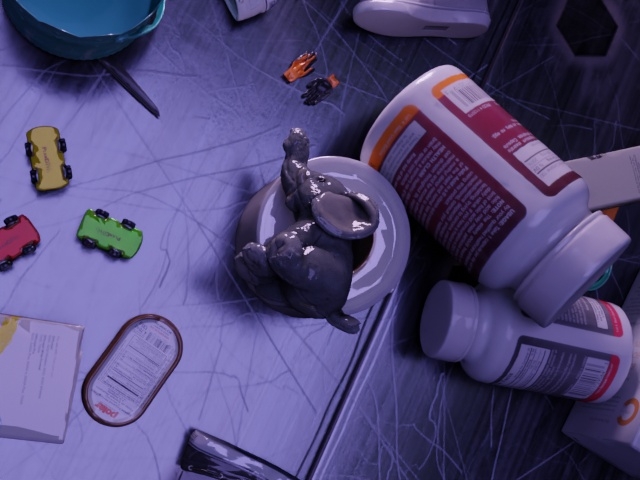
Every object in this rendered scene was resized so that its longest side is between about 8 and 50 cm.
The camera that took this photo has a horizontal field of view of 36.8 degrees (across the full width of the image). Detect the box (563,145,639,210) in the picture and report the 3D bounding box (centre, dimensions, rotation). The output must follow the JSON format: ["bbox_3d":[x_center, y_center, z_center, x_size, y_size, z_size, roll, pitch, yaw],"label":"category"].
[{"bbox_3d":[0.436,-0.089,1.668,0.275,0.113,0.094,-12,85,-13],"label":"box"}]

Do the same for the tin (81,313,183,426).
[{"bbox_3d":[-0.289,0.199,1.480,0.106,0.040,0.189,35,76,-6],"label":"tin"}]

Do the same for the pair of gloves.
[{"bbox_3d":[-0.016,-0.274,1.620,0.074,0.010,0.083,-43,100,-17],"label":"pair of gloves"}]

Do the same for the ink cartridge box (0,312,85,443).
[{"bbox_3d":[-0.464,0.186,1.358,0.233,0.171,0.168,10,82,-15],"label":"ink cartridge box"}]

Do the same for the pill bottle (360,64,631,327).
[{"bbox_3d":[0.268,-0.067,1.489,0.224,0.224,0.392,-39,73,-16],"label":"pill bottle"}]

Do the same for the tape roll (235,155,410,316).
[{"bbox_3d":[0.000,0.000,1.515,0.246,0.169,0.246,2,83,-16],"label":"tape roll"}]

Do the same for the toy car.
[{"bbox_3d":[-0.383,-0.031,1.466,0.225,0.053,0.239,24,79,-13],"label":"toy car"}]

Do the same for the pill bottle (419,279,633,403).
[{"bbox_3d":[0.336,0.159,1.592,0.319,0.176,0.176,13,81,-15],"label":"pill bottle"}]

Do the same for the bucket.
[{"bbox_3d":[-0.353,-0.409,1.427,0.281,0.183,0.281,2,84,-18],"label":"bucket"}]

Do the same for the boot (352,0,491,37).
[{"bbox_3d":[0.170,-0.424,1.657,0.258,0.095,0.123,0,78,-25],"label":"boot"}]

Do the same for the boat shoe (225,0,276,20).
[{"bbox_3d":[-0.167,-0.480,1.553,0.084,0.095,0.258,-33,93,-21],"label":"boat shoe"}]

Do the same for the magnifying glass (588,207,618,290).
[{"bbox_3d":[0.507,-0.016,1.739,0.092,0.026,0.231,28,77,-12],"label":"magnifying glass"}]

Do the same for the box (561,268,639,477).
[{"bbox_3d":[0.600,0.226,1.642,0.168,0.215,0.345,33,77,-11],"label":"box"}]

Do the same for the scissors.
[{"bbox_3d":[-0.368,-0.306,1.519,0.109,0.021,0.297,-30,94,-19],"label":"scissors"}]

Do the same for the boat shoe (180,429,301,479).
[{"bbox_3d":[-0.111,0.376,1.493,0.228,0.080,0.076,28,84,-11],"label":"boat shoe"}]

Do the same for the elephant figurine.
[{"bbox_3d":[0.002,-0.021,1.359,0.239,0.169,0.186,-56,130,-29],"label":"elephant figurine"}]
